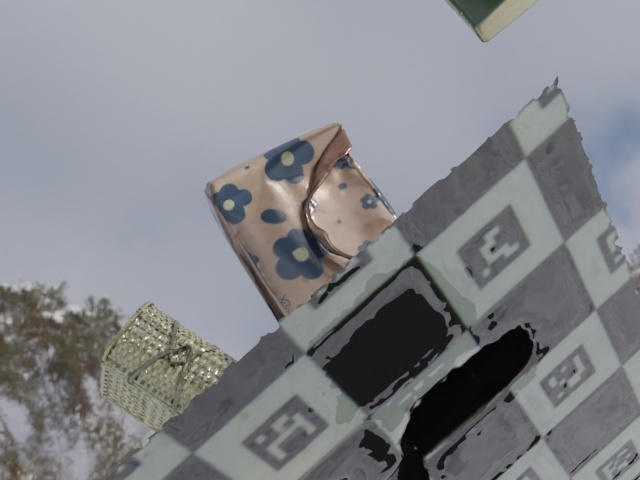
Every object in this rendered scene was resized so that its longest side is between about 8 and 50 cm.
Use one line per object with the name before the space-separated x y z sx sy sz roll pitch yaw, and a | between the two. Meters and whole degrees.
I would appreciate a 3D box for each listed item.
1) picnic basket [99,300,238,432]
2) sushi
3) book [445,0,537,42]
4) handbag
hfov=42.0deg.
picnic basket | -0.235 0.215 1.321 0.196 0.134 0.154 33 -37 9
sushi | 0.027 0.134 0.466 0.359 0.064 0.343 -41 -47 -2
book | 0.139 -0.299 0.654 0.202 0.264 0.027 -39 -39 13
handbag | 0.000 0.000 0.998 0.193 0.252 0.190 -31 -13 -9
